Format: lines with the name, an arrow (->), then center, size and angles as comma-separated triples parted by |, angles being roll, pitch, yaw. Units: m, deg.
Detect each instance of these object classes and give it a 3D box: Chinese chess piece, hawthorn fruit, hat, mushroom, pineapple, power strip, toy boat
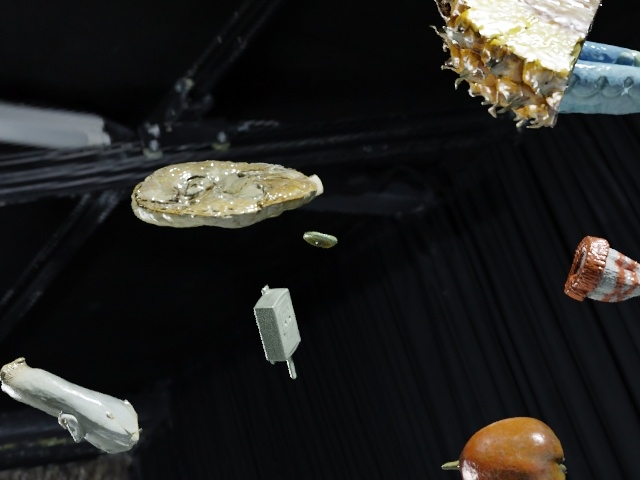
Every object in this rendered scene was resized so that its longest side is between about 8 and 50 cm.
Chinese chess piece -> -0.054, -0.109, 2.173 | 0.122, 0.051, 0.122 | -23, 4, 2
hawthorn fruit -> 0.377, 0.467, 1.940 | 0.251, 0.199, 0.199 | -5, -22, 12
hat -> 0.503, 0.064, 1.577 | 0.162, 0.112, 0.093 | 19, -13, 0
mushroom -> -0.451, 0.295, 1.701 | 0.278, 0.099, 0.096 | 27, -6, 0
pineapple -> 0.258, -0.312, 1.440 | 0.286, 0.344, 0.209 | 23, -42, 9
power strip -> -0.069, 0.166, 1.645 | 0.042, 0.175, 0.075 | -4, 23, 22
toy boat -> 0.443, -0.305, 1.624 | 0.330, 0.215, 0.123 | 3, -61, -1

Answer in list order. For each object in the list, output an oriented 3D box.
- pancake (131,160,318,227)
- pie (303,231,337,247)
pancake -> -0.186, -0.089, 1.849 | 0.387, 0.082, 0.387 | -4, 18, 1
pie -> -0.002, 0.000, 2.187 | 0.084, 0.021, 0.084 | 10, -16, 3
